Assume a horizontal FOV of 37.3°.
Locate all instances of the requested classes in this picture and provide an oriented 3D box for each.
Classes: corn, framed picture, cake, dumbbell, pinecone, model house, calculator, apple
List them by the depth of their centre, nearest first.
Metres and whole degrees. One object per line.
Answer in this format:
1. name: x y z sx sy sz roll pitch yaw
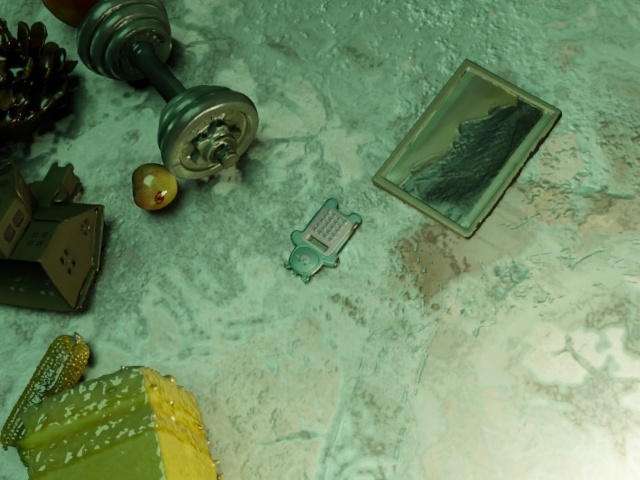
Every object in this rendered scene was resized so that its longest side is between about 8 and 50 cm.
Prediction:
1. cake: -0.267 0.351 1.305 0.227 0.222 0.286 -22 64 6
2. corn: -0.425 0.236 1.473 0.068 0.068 0.207 21 73 20
3. calculator: 0.000 0.000 1.502 0.094 0.019 0.141 33 78 21
4. framed picture: 0.234 -0.149 1.513 0.192 0.018 0.265 33 78 22
5. model house: -0.471 -0.043 1.549 0.211 0.204 0.243 5 51 17
6. apple: -0.275 -0.089 1.573 0.071 0.084 0.084 -3 63 -19
7. dumbbell: -0.260 -0.263 1.588 0.179 0.179 0.406 -38 65 -5
8. pinecone: -0.543 -0.296 1.650 0.202 0.201 0.229 -53 39 9

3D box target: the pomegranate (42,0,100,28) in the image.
1. pomegranate: -0.423 -0.491 1.714 0.209 0.209 0.209 -5 66 11
